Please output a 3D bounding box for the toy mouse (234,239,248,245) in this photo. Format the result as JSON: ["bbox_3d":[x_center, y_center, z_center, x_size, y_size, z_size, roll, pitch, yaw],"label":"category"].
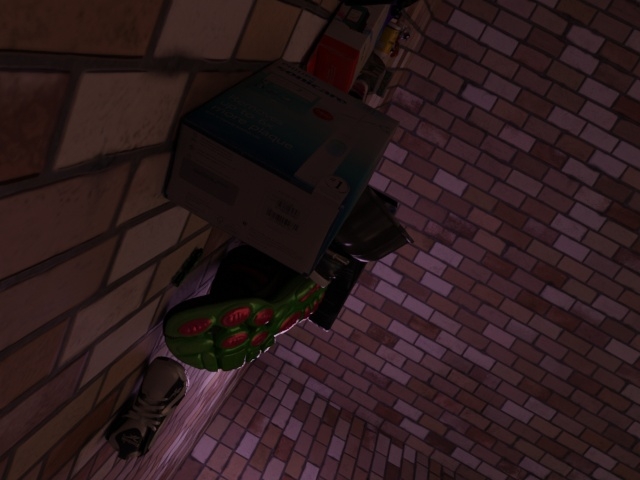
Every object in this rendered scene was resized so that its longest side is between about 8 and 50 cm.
[{"bbox_3d":[-0.154,-0.029,1.300,0.143,0.031,0.161,-57,175,-49],"label":"toy mouse"}]

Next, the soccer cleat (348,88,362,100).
[{"bbox_3d":[0.067,-0.368,1.412,0.060,0.072,0.179,-62,176,15],"label":"soccer cleat"}]

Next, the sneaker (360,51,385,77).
[{"bbox_3d":[0.095,-0.447,1.350,0.066,0.071,0.188,-48,161,14],"label":"sneaker"}]

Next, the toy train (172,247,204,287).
[{"bbox_3d":[-0.229,0.047,0.965,0.083,0.017,0.023,-59,-175,-33],"label":"toy train"}]

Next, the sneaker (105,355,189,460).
[{"bbox_3d":[-0.340,0.342,1.079,0.235,0.094,0.153,-51,-169,34],"label":"sneaker"}]

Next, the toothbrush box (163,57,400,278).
[{"bbox_3d":[-0.038,-0.118,0.774,0.126,0.216,0.295,-63,175,36],"label":"toothbrush box"}]

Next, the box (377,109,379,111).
[{"bbox_3d":[0.087,-0.296,1.711,0.220,0.051,0.175,-29,-162,37],"label":"box"}]

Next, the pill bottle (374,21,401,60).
[{"bbox_3d":[0.168,-0.543,1.522,0.116,0.065,0.065,-62,176,26],"label":"pill bottle"}]

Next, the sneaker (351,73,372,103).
[{"bbox_3d":[0.117,-0.435,1.659,0.074,0.063,0.170,-58,174,-24],"label":"sneaker"}]

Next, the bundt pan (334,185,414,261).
[{"bbox_3d":[0.046,-0.084,1.165,0.124,0.331,0.331,-41,179,7],"label":"bundt pan"}]

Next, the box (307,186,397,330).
[{"bbox_3d":[0.000,0.000,1.580,0.395,0.294,0.212,-62,177,10],"label":"box"}]

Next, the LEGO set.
[{"bbox_3d":[0.185,-0.557,1.633,0.244,0.060,0.182,-65,-155,18],"label":"LEGO set"}]

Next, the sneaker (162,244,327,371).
[{"bbox_3d":[-0.165,0.125,1.198,0.483,0.202,0.185,-21,135,-57],"label":"sneaker"}]

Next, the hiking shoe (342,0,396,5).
[{"bbox_3d":[0.032,-0.403,0.686,0.304,0.113,0.132,-5,94,-78],"label":"hiking shoe"}]

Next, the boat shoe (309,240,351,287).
[{"bbox_3d":[-0.048,-0.018,1.119,0.091,0.114,0.302,-40,135,8],"label":"boat shoe"}]

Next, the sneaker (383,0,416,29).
[{"bbox_3d":[0.186,-0.537,1.169,0.102,0.146,0.293,-57,174,-46],"label":"sneaker"}]

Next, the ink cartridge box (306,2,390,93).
[{"bbox_3d":[0.050,-0.370,1.070,0.231,0.078,0.134,-62,177,-19],"label":"ink cartridge box"}]
